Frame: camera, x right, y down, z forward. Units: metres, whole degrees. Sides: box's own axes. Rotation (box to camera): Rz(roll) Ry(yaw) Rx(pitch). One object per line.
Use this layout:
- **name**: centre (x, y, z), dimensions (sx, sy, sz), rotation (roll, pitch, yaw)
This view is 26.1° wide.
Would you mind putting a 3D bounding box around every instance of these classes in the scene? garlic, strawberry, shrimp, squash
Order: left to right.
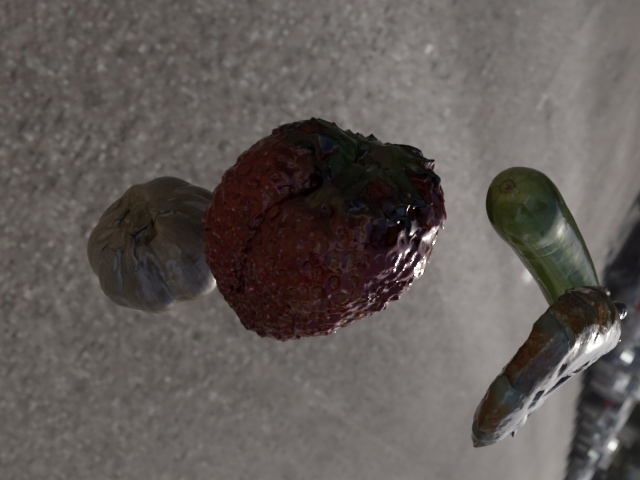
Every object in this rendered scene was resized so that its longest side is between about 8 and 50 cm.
- **garlic**: centre (-0.236, 0.002, 2.014), dimensions (0.228, 0.228, 0.152), rotation (-51, 141, -29)
- **strawberry**: centre (0.000, 0.000, 1.653), dimensions (0.239, 0.250, 0.288), rotation (-2, 128, -47)
- **squash**: centre (0.245, 0.004, 1.501), dimensions (0.083, 0.083, 0.250), rotation (-55, 140, -15)
- **shrimp**: centre (0.203, 0.105, 1.205), dimensions (0.164, 0.062, 0.317), rotation (-53, 165, 19)
